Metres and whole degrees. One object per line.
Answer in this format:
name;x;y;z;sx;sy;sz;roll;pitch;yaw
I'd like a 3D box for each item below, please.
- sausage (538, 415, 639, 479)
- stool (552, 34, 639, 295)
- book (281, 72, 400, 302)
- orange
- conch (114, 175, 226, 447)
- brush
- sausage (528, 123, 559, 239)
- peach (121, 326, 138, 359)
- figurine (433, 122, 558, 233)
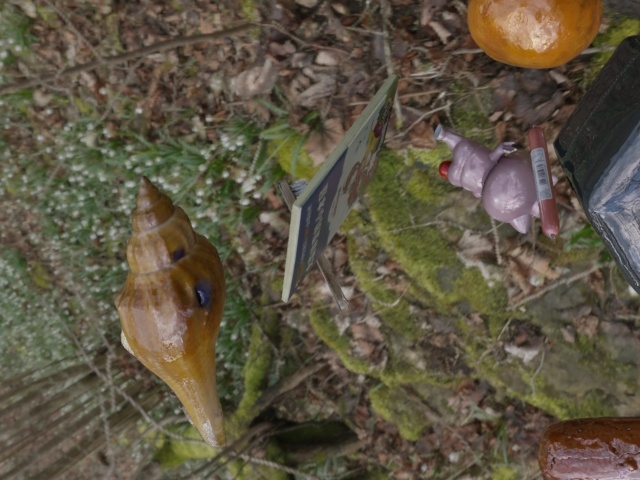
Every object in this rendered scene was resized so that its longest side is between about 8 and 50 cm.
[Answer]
sausage;0.446;0.273;0.943;0.330;0.102;0.102;-6;103;24
stool;0.332;-0.071;0.646;0.232;0.141;0.232;2;124;3
book;0.032;-0.080;1.114;0.018;0.322;0.228;25;143;12
orange;0.456;-0.489;1.583;0.283;0.284;0.226;17;121;21
conch;-0.137;0.089;0.757;0.093;0.109;0.331;5;117;41
brush;0.000;0.000;1.542;0.065;0.070;0.328;-23;65;-6
sausage;0.368;-0.101;1.216;0.029;0.029;0.223;-16;58;29
peach;-0.185;0.094;0.863;0.098;0.061;0.098;-2;119;-4
figurine;0.375;-0.147;1.588;0.287;0.186;0.176;29;117;32
